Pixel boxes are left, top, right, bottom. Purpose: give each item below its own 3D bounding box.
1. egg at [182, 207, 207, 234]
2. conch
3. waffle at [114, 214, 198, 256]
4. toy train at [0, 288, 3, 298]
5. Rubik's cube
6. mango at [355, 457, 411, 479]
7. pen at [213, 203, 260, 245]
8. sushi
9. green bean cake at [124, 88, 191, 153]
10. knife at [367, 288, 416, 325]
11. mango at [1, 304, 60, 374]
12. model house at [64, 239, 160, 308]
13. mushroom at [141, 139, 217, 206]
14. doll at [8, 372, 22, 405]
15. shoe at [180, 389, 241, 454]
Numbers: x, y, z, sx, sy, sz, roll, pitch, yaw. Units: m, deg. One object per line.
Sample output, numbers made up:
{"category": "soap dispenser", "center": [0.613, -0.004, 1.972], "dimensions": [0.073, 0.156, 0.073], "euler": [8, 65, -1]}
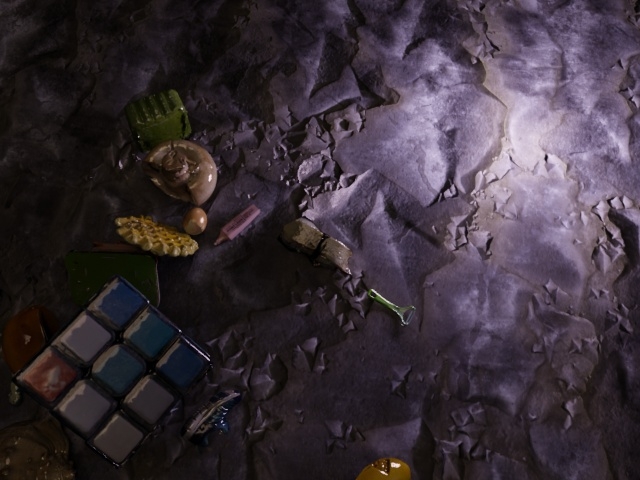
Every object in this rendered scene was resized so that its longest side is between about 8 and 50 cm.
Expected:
{"category": "egg", "center": [-0.421, -0.068, 1.837], "dimensions": [0.080, 0.080, 0.096], "euler": [-4, 52, -5]}
{"category": "conch", "center": [-0.839, 0.622, 1.494], "dimensions": [0.353, 0.210, 0.297], "euler": [0, 55, -5]}
{"category": "waffle", "center": [-0.515, -0.008, 1.731], "dimensions": [0.250, 0.261, 0.056], "euler": [28, 100, 12]}
{"category": "toy train", "center": [-1.097, 0.230, 1.673], "dimensions": [0.155, 0.115, 0.269], "euler": [15, 69, -7]}
{"category": "Rubik's cube", "center": [-0.553, 0.336, 1.486], "dimensions": [0.359, 0.363, 0.362], "euler": [42, 71, -13]}
{"category": "mango", "center": [0.154, 0.727, 1.541], "dimensions": [0.167, 0.130, 0.262], "euler": [37, 67, 5]}
{"category": "pen", "center": [-0.289, -0.049, 1.862], "dimensions": [0.053, 0.032, 0.197], "euler": [41, 71, 11]}
{"category": "sushi", "center": [-0.003, 0.019, 1.809], "dimensions": [0.273, 0.109, 0.134], "euler": [40, 73, 11]}
{"category": "green bean cake", "center": [-0.558, -0.407, 1.888], "dimensions": [0.200, 0.214, 0.113], "euler": [-27, 77, -12]}
{"category": "knife", "center": [0.226, 0.214, 1.793], "dimensions": [0.166, 0.022, 0.078], "euler": [29, 64, 6]}
{"category": "mango", "center": [-0.860, 0.318, 1.640], "dimensions": [0.166, 0.136, 0.236], "euler": [-22, 76, 4]}
{"category": "model house", "center": [-0.632, 0.104, 1.749], "dimensions": [0.294, 0.154, 0.206], "euler": [3, 112, 7]}
{"category": "mushroom", "center": [-0.459, -0.252, 1.844], "dimensions": [0.254, 0.195, 0.189], "euler": [28, 67, 6]}
{"category": "doll", "center": [-0.914, 0.433, 1.646], "dimensions": [0.037, 0.027, 0.125], "euler": [-9, 70, 1]}
{"category": "shoe", "center": [-0.311, 0.528, 1.621], "dimensions": [0.207, 0.091, 0.106], "euler": [-44, 99, -21]}
